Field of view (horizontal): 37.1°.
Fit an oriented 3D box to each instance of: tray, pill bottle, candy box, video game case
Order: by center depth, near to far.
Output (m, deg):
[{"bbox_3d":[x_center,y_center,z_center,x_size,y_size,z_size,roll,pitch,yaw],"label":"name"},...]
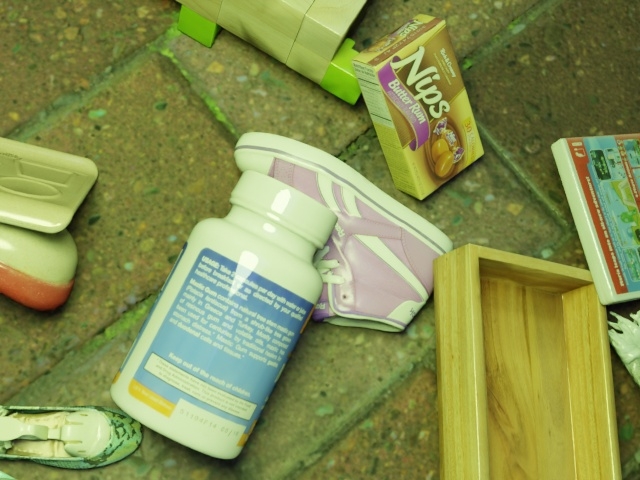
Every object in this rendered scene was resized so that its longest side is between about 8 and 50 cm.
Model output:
[{"bbox_3d":[-0.090,0.071,0.984,0.152,0.152,0.272,28,86,-1],"label":"pill bottle"},{"bbox_3d":[0.226,0.224,1.030,0.203,0.076,0.410,12,67,-29],"label":"tray"},{"bbox_3d":[0.117,-0.155,1.116,0.109,0.053,0.186,-35,126,-18],"label":"candy box"},{"bbox_3d":[0.428,-0.037,1.174,0.285,0.025,0.204,-6,74,-28],"label":"video game case"}]

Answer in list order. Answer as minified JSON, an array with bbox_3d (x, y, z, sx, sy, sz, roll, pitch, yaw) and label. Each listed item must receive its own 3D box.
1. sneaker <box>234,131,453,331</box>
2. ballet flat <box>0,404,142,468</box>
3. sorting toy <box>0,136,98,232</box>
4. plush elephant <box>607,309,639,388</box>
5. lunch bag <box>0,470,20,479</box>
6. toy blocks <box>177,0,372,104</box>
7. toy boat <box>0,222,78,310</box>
[{"bbox_3d":[0.000,0.000,1.082,0.282,0.102,0.161,32,74,0],"label":"sneaker"},{"bbox_3d":[-0.280,0.201,0.987,0.188,0.070,0.070,1,74,-11],"label":"ballet flat"},{"bbox_3d":[-0.344,-0.063,1.001,0.193,0.208,0.038,13,108,-9],"label":"sorting toy"},{"bbox_3d":[0.501,0.160,1.037,0.255,0.272,0.330,-31,55,7],"label":"plush elephant"},{"bbox_3d":[-0.341,0.326,0.892,0.262,0.160,0.223,26,75,10],"label":"lunch bag"},{"bbox_3d":[-0.055,-0.373,1.157,0.381,0.190,0.261,31,60,0],"label":"toy blocks"},{"bbox_3d":[-0.376,0.028,0.998,0.231,0.151,0.151,16,102,-5],"label":"toy boat"}]
